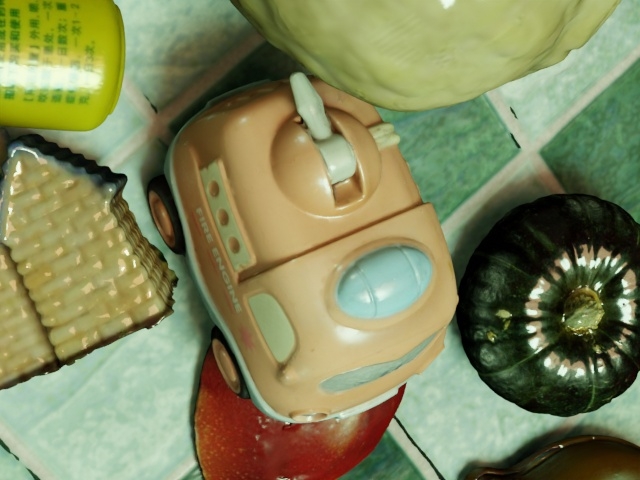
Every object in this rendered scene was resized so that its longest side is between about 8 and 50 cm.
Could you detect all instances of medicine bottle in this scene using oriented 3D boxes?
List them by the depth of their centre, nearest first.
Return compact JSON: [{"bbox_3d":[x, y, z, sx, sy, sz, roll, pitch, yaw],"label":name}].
[{"bbox_3d":[-0.289,-0.141,1.125,0.309,0.076,0.111,3,88,-27],"label":"medicine bottle"}]

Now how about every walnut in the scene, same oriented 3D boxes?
[{"bbox_3d":[0.062,-0.273,1.106,0.381,0.381,0.381,-7,108,-24],"label":"walnut"}]

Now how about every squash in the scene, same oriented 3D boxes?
[{"bbox_3d":[0.212,0.056,1.388,0.193,0.156,0.193,6,77,-28],"label":"squash"}]

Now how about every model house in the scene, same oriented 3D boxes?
[{"bbox_3d":[-0.220,0.006,1.169,0.183,0.166,0.172,-27,100,-1],"label":"model house"}]

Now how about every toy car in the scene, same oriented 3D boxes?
[{"bbox_3d":[0.000,0.000,1.207,0.180,0.212,0.271,-23,89,-19],"label":"toy car"}]

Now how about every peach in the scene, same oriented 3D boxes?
[{"bbox_3d":[-0.013,0.137,1.348,0.189,0.068,0.279,15,98,-27],"label":"peach"}]

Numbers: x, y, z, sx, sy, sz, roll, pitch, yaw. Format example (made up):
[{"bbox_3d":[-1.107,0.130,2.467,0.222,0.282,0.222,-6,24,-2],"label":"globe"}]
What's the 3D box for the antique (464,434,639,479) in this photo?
[{"bbox_3d":[0.251,0.297,1.487,0.278,0.129,0.224,21,97,-27],"label":"antique"}]
